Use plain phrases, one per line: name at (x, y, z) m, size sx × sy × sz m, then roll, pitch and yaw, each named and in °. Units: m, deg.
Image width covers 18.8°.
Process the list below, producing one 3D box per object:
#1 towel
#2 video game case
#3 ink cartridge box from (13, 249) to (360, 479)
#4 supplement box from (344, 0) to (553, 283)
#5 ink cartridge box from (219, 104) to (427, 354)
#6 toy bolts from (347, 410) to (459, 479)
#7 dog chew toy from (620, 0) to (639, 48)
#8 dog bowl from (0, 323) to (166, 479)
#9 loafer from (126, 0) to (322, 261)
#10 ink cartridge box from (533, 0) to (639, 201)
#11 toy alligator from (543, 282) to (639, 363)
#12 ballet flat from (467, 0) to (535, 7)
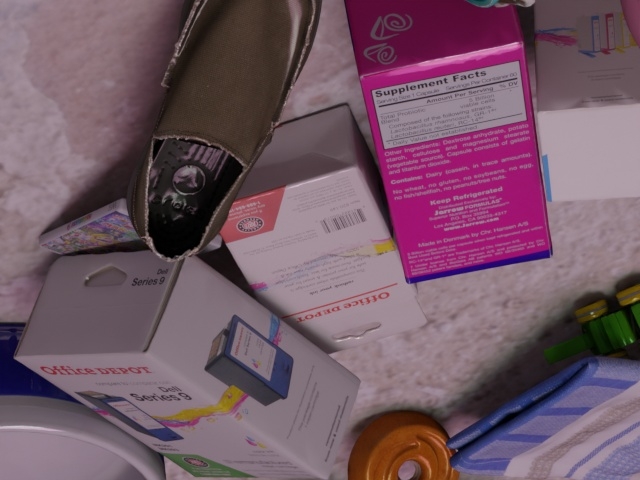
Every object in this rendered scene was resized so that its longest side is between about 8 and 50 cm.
towel at (0.275, 0.164, 1.666) m, size 0.285 × 0.034 × 0.209 m, roll 11°, pitch 147°, yaw -33°
video game case at (-0.141, 0.001, 1.425) m, size 0.087 × 0.011 × 0.122 m, roll 22°, pitch 155°, yaw -31°
ink cartridge box at (-0.099, 0.097, 1.461) m, size 0.154 × 0.093 × 0.212 m, roll -5°, pitch 145°, yaw 42°
supplement box at (0.089, -0.086, 1.334) m, size 0.114 × 0.111 × 0.220 m, roll -11°, pitch 139°, yaw 2°
ink cartridge box at (0.000, 0.000, 1.449) m, size 0.115 × 0.067 × 0.198 m, roll -16°, pitch 138°, yaw 9°
toy bolts at (0.071, 0.263, 1.752) m, size 0.228 × 0.158 × 0.218 m, roll 24°, pitch 89°, yaw -20°
dog chew toy at (0.249, -0.168, 1.082) m, size 0.207 × 0.206 × 0.332 m, roll -18°, pitch 130°, yaw 9°
dog bowl at (-0.260, 0.188, 1.583) m, size 0.265 × 0.104 × 0.265 m, roll -6°, pitch 140°, yaw -5°
loafer at (-0.061, -0.088, 1.281) m, size 0.094 × 0.087 × 0.251 m, roll 14°, pitch 116°, yaw -11°
ink cartridge box at (0.192, -0.110, 1.309) m, size 0.090 × 0.143 × 0.092 m, roll -4°, pitch 139°, yaw 9°
toy alligator at (0.274, 0.060, 1.587) m, size 0.190 × 0.056 × 0.051 m, roll -24°, pitch 177°, yaw 16°
ballet flat at (0.087, -0.306, 1.095) m, size 0.147 × 0.147 × 0.409 m, roll -15°, pitch 142°, yaw 6°
